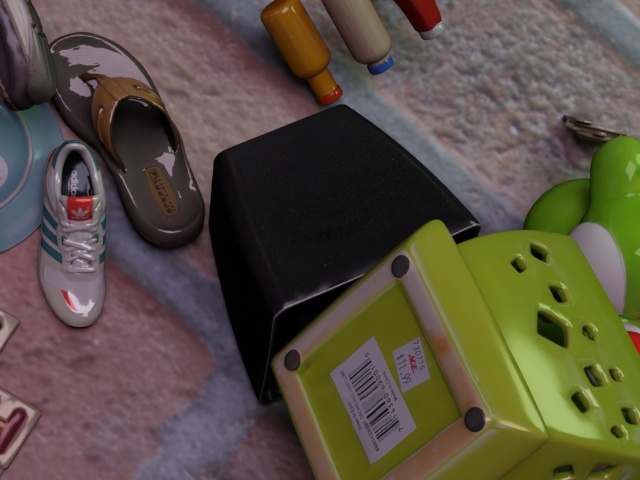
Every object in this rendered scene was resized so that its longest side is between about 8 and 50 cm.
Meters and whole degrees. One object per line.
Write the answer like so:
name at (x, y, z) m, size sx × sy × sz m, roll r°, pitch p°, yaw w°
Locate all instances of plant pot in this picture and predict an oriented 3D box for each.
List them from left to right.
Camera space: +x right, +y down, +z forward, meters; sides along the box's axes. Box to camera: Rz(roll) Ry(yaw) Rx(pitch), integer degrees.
plant pot at (0.000, 0.000, 1.294) m, size 0.187 × 0.188 × 0.167 m, roll -23°, pitch 66°, yaw -18°
plant pot at (0.104, 0.128, 1.179) m, size 0.207 × 0.227 × 0.228 m, roll 14°, pitch 43°, yaw -47°

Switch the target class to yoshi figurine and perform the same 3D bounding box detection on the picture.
yoshi figurine at (0.236, 0.093, 1.339) m, size 0.203 × 0.203 × 0.362 m, roll 7°, pitch 83°, yaw 32°

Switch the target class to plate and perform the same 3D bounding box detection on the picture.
plate at (-0.314, -0.074, 1.324) m, size 0.188 × 0.024 × 0.188 m, roll 4°, pitch 71°, yaw -11°

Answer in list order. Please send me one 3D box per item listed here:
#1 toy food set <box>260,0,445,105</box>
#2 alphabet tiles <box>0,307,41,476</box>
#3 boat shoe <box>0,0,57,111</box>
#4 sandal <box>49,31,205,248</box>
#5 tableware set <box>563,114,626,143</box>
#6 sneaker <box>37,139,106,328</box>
toy food set at (0.064, -0.231, 1.419) m, size 0.232 × 0.111 × 0.104 m, roll -46°, pitch 117°, yaw -31°
alphabet tiles at (-0.407, 0.162, 1.235) m, size 0.285 × 0.011 × 0.342 m, roll 31°, pitch 69°, yaw -1°
boat shoe at (-0.347, -0.244, 1.328) m, size 0.130 × 0.132 × 0.355 m, roll -31°, pitch 71°, yaw -6°
sandal at (-0.168, -0.095, 1.340) m, size 0.090 × 0.060 × 0.219 m, roll -22°, pitch 75°, yaw -18°
tableware set at (0.300, -0.089, 1.405) m, size 0.168 × 0.141 × 0.020 m, roll 12°, pitch 96°, yaw -6°
sneaker at (-0.209, -0.008, 1.290) m, size 0.057 × 0.075 × 0.161 m, roll -1°, pitch 82°, yaw -12°
